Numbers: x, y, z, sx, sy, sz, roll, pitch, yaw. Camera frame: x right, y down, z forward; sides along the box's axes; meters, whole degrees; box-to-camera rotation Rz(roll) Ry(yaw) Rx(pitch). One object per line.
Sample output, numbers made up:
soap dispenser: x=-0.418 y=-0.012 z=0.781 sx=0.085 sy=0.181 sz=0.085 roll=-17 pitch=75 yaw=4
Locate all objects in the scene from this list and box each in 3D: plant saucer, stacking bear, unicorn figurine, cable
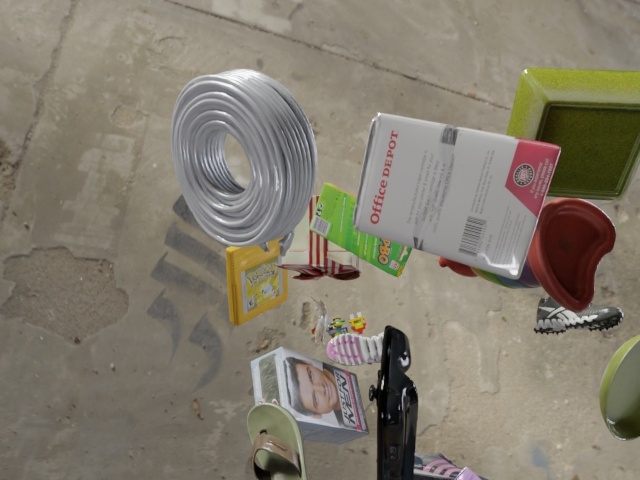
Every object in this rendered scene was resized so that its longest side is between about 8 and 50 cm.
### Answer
plant saucer: x=0.652 y=0.293 z=0.932 sx=0.241 sy=0.037 sz=0.241 roll=-6 pitch=105 yaw=-24
plant saucer: x=0.354 y=-0.131 z=0.617 sx=0.188 sy=0.188 sz=0.045 roll=5 pitch=36 yaw=9
stacking bear: x=0.337 y=0.014 z=0.834 sx=0.164 sy=0.289 sz=0.175 roll=35 pitch=75 yaw=-18
unicorn figurine: x=0.003 y=0.277 z=1.526 sx=0.060 sy=0.111 sz=0.162 roll=-4 pitch=29 yaw=-5
cable: x=-0.122 y=-0.117 z=0.671 sx=0.257 sy=0.257 sz=0.089 roll=43 pitch=40 yaw=16

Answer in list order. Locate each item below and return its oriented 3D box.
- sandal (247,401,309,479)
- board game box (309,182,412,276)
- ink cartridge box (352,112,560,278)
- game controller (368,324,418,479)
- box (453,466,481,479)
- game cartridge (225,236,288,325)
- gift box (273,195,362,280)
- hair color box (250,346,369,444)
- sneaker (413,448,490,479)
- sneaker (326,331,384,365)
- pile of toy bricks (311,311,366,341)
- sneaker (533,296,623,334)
sandal: x=-0.090 y=0.465 z=0.942 sx=0.086 sy=0.120 sz=0.303 roll=45 pitch=9 yaw=-41
board game box: x=0.097 y=-0.027 z=1.036 sx=0.259 sy=0.124 sz=0.039 roll=30 pitch=22 yaw=29
ink cartridge box: x=0.165 y=-0.064 z=0.577 sx=0.218 sy=0.159 sz=0.092 roll=18 pitch=19 yaw=23
game controller: x=0.102 y=0.284 z=0.669 sx=0.067 sy=0.319 sz=0.166 roll=-2 pitch=30 yaw=3
box: x=0.350 y=0.585 z=0.862 sx=0.117 sy=0.213 sz=0.243 roll=-45 pitch=50 yaw=-12
game cartridge: x=-0.236 y=0.138 z=1.762 sx=0.052 sy=0.324 sz=0.285 roll=24 pitch=33 yaw=36
gift box: x=0.000 y=0.000 z=1.466 sx=0.255 sy=0.276 sz=0.258 roll=-2 pitch=81 yaw=18
hair color box: x=-0.020 y=0.439 z=1.248 sx=0.374 sy=0.113 sz=0.185 roll=34 pitch=34 yaw=-46
sneaker: x=0.430 y=0.772 z=1.515 sx=0.131 sy=0.319 sz=0.112 roll=-48 pitch=131 yaw=-51
sneaker: x=0.134 y=0.325 z=1.328 sx=0.236 sy=0.104 sz=0.095 roll=-4 pitch=63 yaw=-5
pile of toy bricks: x=0.078 y=0.368 z=1.773 sx=0.212 sy=0.118 sz=0.105 roll=-15 pitch=63 yaw=-3
sneaker: x=0.577 y=0.155 z=1.037 sx=0.078 sy=0.234 sz=0.106 roll=10 pitch=73 yaw=-12
